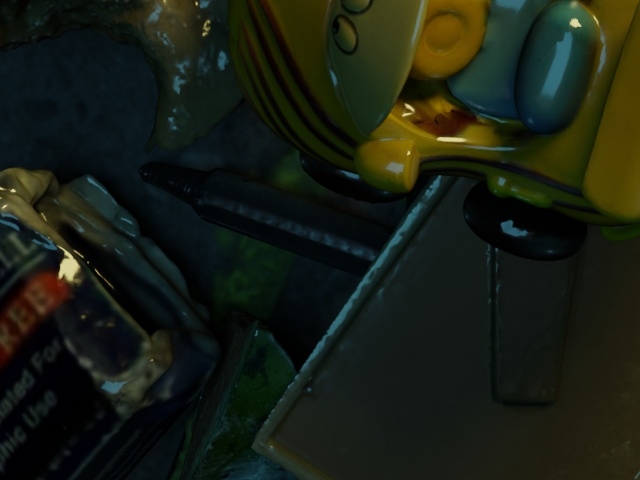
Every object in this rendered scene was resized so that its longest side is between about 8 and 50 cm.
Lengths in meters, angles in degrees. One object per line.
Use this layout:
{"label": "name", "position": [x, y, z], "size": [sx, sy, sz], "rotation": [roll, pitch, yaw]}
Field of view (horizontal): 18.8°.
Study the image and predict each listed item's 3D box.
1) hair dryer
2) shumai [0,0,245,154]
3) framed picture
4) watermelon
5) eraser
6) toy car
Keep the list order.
{"label": "hair dryer", "position": [-0.006, 0.014, 1.011], "size": [0.195, 0.050, 0.173], "rotation": [7, 101, 20]}
{"label": "shumai", "position": [-0.092, -0.141, 0.966], "size": [0.206, 0.166, 0.175], "rotation": [-26, 119, 31]}
{"label": "framed picture", "position": [0.109, 0.052, 0.956], "size": [0.189, 0.023, 0.260], "rotation": [33, 103, -6]}
{"label": "watermelon", "position": [-0.035, 0.110, 1.038], "size": [0.101, 0.080, 0.155], "rotation": [22, 107, -25]}
{"label": "eraser", "position": [-0.206, 0.119, 1.051], "size": [0.155, 0.101, 0.332], "rotation": [47, 111, 15]}
{"label": "toy car", "position": [0.066, -0.092, 0.831], "size": [0.248, 0.142, 0.200], "rotation": [18, 108, 16]}
